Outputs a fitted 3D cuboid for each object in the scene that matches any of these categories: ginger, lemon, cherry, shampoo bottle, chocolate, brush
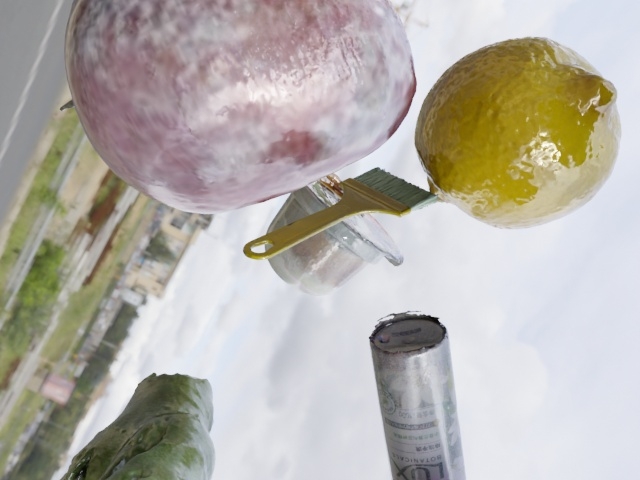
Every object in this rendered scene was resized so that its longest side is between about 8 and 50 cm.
[{"bbox_3d":[-0.145,0.188,0.623,0.290,0.137,0.089,-117,-164,-74],"label":"ginger"},{"bbox_3d":[0.185,-0.100,0.805,0.244,0.186,0.187,-35,-150,58],"label":"lemon"},{"bbox_3d":[-0.075,-0.128,0.618,0.236,0.285,0.213,-69,150,-56],"label":"cherry"},{"bbox_3d":[0.087,0.170,0.701,0.072,0.072,0.214,-93,173,-68],"label":"shampoo bottle"},{"bbox_3d":[0.002,0.004,1.172,0.147,0.221,0.221,-51,-166,16],"label":"chocolate"},{"bbox_3d":[0.012,-0.022,0.761,0.205,0.083,0.011,-25,131,-36],"label":"brush"}]
